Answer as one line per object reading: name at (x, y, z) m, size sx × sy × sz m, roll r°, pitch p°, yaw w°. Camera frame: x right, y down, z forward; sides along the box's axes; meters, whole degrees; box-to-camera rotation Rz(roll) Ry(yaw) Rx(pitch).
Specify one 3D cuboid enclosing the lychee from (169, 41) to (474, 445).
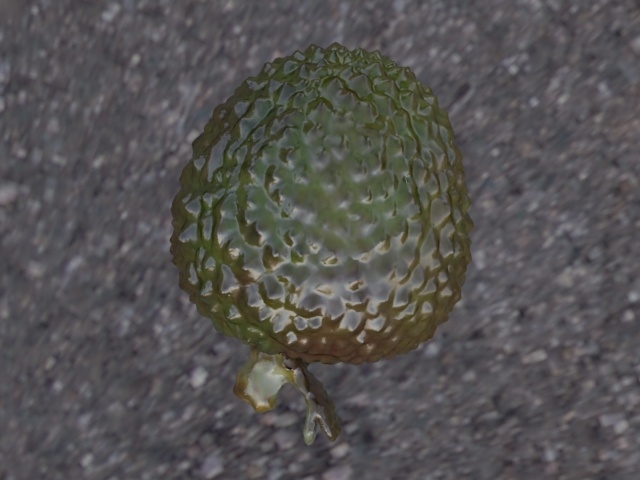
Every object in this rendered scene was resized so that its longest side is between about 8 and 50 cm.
lychee at (0.003, -0.010, 1.541) m, size 0.269 × 0.320 × 0.270 m, roll 7°, pitch 52°, yaw -9°
